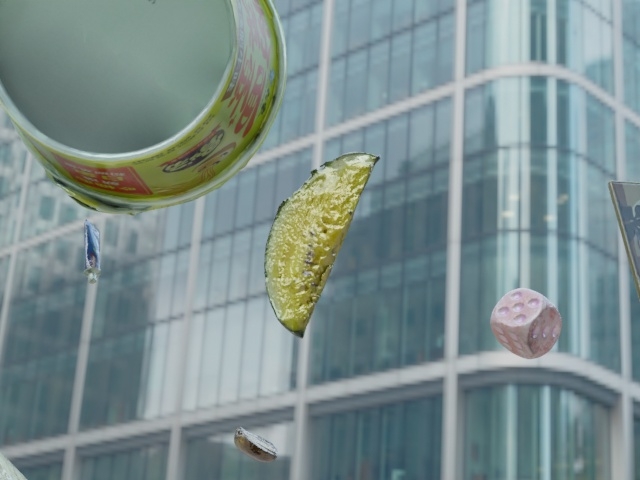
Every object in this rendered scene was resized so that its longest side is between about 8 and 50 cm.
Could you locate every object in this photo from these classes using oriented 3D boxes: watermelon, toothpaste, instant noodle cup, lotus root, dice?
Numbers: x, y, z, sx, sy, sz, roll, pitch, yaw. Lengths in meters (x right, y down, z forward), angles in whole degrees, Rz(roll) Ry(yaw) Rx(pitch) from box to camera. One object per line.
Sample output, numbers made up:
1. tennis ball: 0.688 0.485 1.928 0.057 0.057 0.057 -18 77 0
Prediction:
1. watermelon: 0.000 0.000 2.004 0.123 0.301 0.129 30 -11 -36
2. toothpaste: -0.252 0.013 1.477 0.019 0.083 0.027 -23 -39 18
3. instant noodle cup: -0.188 -0.180 1.292 0.311 0.311 0.221 3 0 2
4. lotus root: -0.098 0.313 2.002 0.083 0.037 0.030 34 -76 -36
5. dice: 0.360 0.146 2.338 0.094 0.091 0.093 24 -26 47

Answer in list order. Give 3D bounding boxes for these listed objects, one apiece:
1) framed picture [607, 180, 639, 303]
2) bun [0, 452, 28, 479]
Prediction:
1. framed picture: 0.443 0.013 1.672 0.136 0.201 0.010 2 -32 -16
2. bun: -0.502 0.326 1.664 0.361 0.213 0.361 13 -23 6
